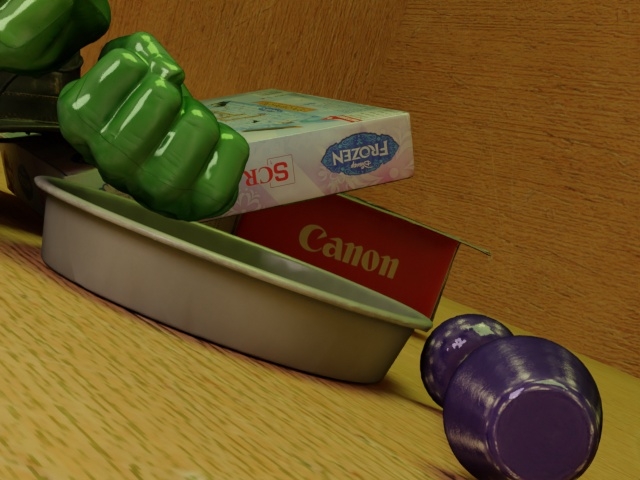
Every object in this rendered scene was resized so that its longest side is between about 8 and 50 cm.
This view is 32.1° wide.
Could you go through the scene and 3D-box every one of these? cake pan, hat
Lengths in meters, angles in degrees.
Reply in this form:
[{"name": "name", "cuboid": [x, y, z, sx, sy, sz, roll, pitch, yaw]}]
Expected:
[{"name": "cake pan", "cuboid": [-0.067, 0.029, 0.780, 0.293, 0.054, 0.293, 21, 1, 0]}, {"name": "hat", "cuboid": [-0.306, -0.152, 0.951, 0.332, 0.133, 0.331, 2, 10, 0]}]

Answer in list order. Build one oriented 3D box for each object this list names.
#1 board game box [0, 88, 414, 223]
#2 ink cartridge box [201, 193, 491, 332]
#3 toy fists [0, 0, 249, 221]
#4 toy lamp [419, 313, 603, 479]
[{"name": "board game box", "cuboid": [-0.124, -0.084, 1.080, 0.318, 0.065, 0.319, -13, 16, -22]}, {"name": "ink cartridge box", "cuboid": [0.000, 0.000, 1.332, 0.310, 0.130, 0.272, 19, 2, -32]}, {"name": "toy fists", "cuboid": [-0.160, -0.119, 0.747, 0.279, 0.096, 0.142, 45, 2, -4]}, {"name": "toy lamp", "cuboid": [0.099, 0.083, 0.611, 0.080, 0.080, 0.274, 21, 2, 1]}]
